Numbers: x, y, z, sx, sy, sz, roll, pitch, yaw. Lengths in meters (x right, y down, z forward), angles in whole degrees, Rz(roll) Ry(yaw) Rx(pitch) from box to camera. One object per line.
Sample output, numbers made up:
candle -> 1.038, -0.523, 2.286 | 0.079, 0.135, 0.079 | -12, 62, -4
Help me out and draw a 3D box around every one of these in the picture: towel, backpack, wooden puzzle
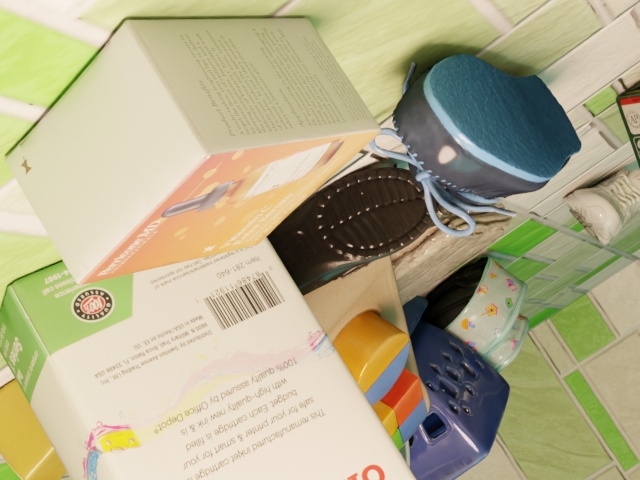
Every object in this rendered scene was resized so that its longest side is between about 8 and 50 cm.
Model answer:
towel -> 0.084, 0.042, 1.629 | 0.282, 0.049, 0.187 | -37, 165, 25
backpack -> 0.218, 0.121, 1.985 | 0.188, 0.144, 0.166 | -56, -179, 39
wooden puzzle -> 0.003, 0.206, 1.448 | 0.322, 0.080, 0.348 | -47, 146, -19

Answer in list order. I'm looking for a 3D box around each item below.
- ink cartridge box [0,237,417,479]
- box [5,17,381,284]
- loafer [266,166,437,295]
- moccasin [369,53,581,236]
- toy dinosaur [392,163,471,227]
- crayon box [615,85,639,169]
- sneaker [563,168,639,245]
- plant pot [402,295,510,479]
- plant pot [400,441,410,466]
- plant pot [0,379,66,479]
ink cartridge box -> -0.089, 0.131, 1.042 | 0.201, 0.278, 0.117 | -24, 164, -29
box -> -0.072, -0.056, 0.814 | 0.130, 0.091, 0.170 | -41, 165, 33
loafer -> 0.000, 0.000, 1.245 | 0.220, 0.080, 0.078 | -24, 175, -13
moccasin -> 0.130, -0.067, 1.147 | 0.117, 0.138, 0.342 | -33, 167, 21
toy dinosaur -> 0.091, -0.035, 1.342 | 0.268, 0.064, 0.118 | -21, 170, -29
crayon box -> 0.559, -0.183, 1.483 | 0.313, 0.106, 0.363 | -27, -168, -27
sneaker -> 0.418, -0.061, 1.970 | 0.115, 0.090, 0.232 | -42, 174, 12
plant pot -> 0.090, 0.218, 1.839 | 0.236, 0.212, 0.236 | -36, -176, 21
plant pot -> -0.067, 0.267, 1.648 | 0.293, 0.293, 0.196 | -24, -154, -32
plant pot -> -0.243, 0.157, 1.228 | 0.083, 0.081, 0.081 | -44, 166, 3
